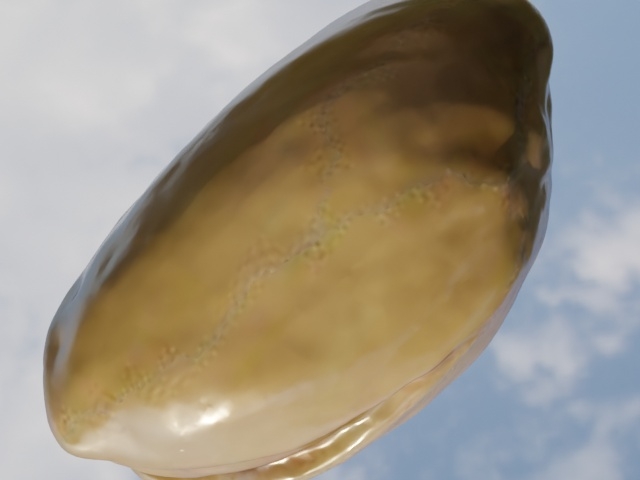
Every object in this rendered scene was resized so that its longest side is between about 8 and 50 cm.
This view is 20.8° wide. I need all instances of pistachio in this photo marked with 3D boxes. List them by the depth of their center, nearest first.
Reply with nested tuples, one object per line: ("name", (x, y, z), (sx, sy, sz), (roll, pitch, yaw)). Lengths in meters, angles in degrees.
("pistachio", (0.000, 0.000, 0.813), (0.293, 0.162, 0.181), (-47, -122, 7))
